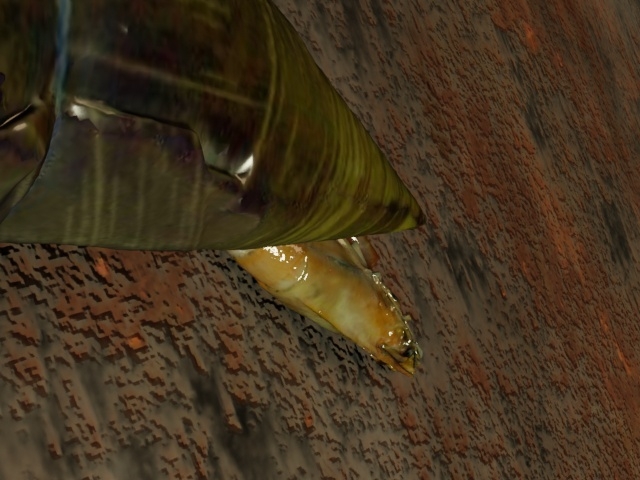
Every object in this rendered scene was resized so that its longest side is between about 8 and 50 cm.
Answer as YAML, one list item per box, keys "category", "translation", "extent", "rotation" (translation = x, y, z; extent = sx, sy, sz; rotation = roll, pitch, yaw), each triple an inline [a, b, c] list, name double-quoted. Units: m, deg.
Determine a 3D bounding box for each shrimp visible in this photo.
- category: "shrimp"
  translation: [-0.003, 0.002, 0.719]
  extent: [0.236, 0.053, 0.133]
  rotation: [44, 22, -28]

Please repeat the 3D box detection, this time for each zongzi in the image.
- category: "zongzi"
  translation: [-0.133, -0.175, 0.453]
  extent: [0.432, 0.208, 0.403]
  rotation: [0, 72, -48]
